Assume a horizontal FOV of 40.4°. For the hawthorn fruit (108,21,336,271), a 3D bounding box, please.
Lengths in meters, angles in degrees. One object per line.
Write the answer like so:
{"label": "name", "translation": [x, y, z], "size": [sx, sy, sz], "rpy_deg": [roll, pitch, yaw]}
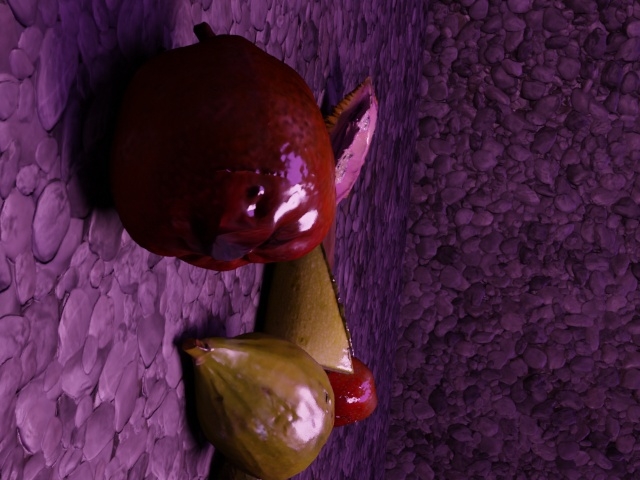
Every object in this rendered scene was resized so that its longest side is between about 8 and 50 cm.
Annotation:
{"label": "hawthorn fruit", "translation": [-0.115, -0.100, 1.063], "size": [0.311, 0.295, 0.295], "rpy_deg": [-104, -170, -54]}

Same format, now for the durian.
{"label": "durian", "translation": [0.037, -0.199, 1.975], "size": [0.191, 0.112, 0.341], "rpy_deg": [90, 21, -66]}

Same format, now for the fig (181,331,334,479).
{"label": "fig", "translation": [-0.091, 0.252, 1.417], "size": [0.314, 0.233, 0.233], "rpy_deg": [89, 15, -54]}

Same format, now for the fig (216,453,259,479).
{"label": "fig", "translation": [-0.128, 0.403, 1.596], "size": [0.123, 0.123, 0.156], "rpy_deg": [78, 11, -55]}

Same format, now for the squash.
{"label": "squash", "translation": [0.000, 0.097, 1.761], "size": [0.233, 0.210, 0.308], "rpy_deg": [91, 13, -80]}

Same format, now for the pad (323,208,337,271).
{"label": "pad", "translation": [0.000, 0.000, 2.101], "size": [0.286, 0.018, 0.283], "rpy_deg": [-48, 143, -66]}

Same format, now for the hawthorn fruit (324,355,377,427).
{"label": "hawthorn fruit", "translation": [0.026, 0.382, 2.134], "size": [0.235, 0.181, 0.181], "rpy_deg": [-24, 130, -30]}
